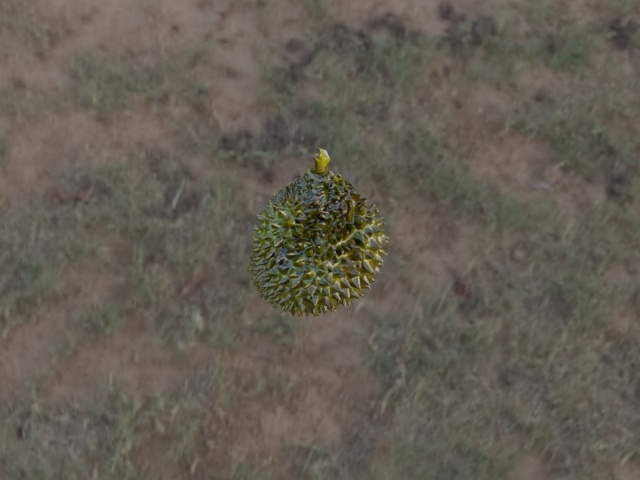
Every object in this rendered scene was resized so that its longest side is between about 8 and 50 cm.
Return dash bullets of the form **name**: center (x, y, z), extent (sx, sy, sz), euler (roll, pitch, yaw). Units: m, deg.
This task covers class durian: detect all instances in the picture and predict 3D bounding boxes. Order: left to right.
- **durian**: center (0.000, 0.000, 1.260), extent (0.146, 0.208, 0.102), euler (5, 31, -4)
